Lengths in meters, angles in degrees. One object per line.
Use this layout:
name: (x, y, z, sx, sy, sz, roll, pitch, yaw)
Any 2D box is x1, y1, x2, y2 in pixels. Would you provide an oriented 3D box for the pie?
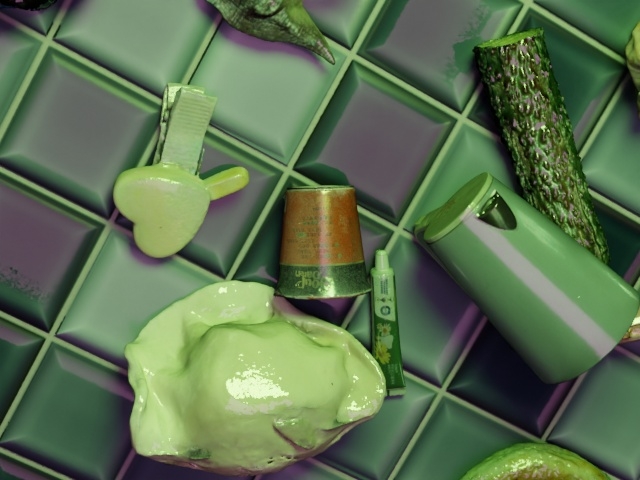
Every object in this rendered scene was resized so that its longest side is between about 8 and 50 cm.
pie: (0.295, 0.424, 1.429, 0.302, 0.067, 0.303, -1, 103, -5)

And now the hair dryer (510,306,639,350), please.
hair dryer: (0.420, 0.116, 1.337, 0.344, 0.189, 0.107, -14, 106, 11)

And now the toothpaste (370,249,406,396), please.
toothpaste: (0.085, 0.112, 1.351, 0.049, 0.031, 0.204, -5, 104, -5)

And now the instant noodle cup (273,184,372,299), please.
instant noodle cup: (0.001, 0.000, 1.278, 0.127, 0.127, 0.136, -3, 94, -7)

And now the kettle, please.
kettle: (0.239, 0.040, 1.272, 0.243, 0.210, 0.160, 43, 74, -7)

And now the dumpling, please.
dumpling: (-0.091, 0.172, 1.298, 0.318, 0.187, 0.243, -10, 64, -13)

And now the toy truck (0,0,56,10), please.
toy truck: (-0.333, -0.326, 1.159, 0.208, 0.113, 0.126, -21, 104, -4)

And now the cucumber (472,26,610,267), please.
cucumber: (0.290, -0.091, 1.308, 0.096, 0.096, 0.359, -21, 107, -3)

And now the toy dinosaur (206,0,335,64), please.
toy dinosaur: (-0.079, -0.335, 1.214, 0.294, 0.077, 0.162, 35, 100, 1)

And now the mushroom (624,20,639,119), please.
mushroom: (0.526, -0.227, 1.246, 0.290, 0.297, 0.298, -8, 106, 32)

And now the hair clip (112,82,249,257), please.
hair clip: (-0.170, -0.080, 1.262, 0.159, 0.071, 0.219, 13, 104, -12)
